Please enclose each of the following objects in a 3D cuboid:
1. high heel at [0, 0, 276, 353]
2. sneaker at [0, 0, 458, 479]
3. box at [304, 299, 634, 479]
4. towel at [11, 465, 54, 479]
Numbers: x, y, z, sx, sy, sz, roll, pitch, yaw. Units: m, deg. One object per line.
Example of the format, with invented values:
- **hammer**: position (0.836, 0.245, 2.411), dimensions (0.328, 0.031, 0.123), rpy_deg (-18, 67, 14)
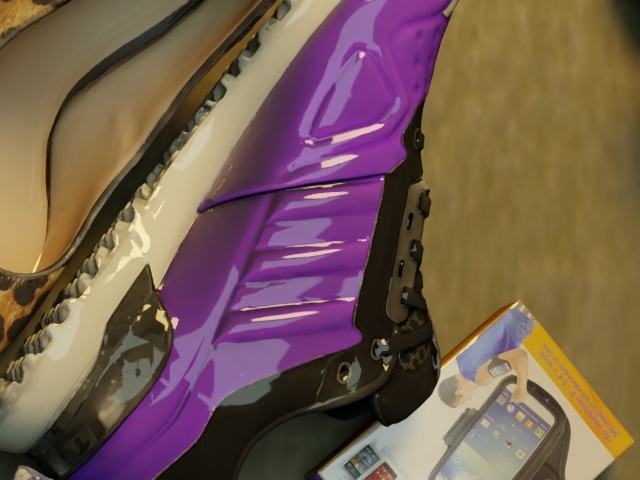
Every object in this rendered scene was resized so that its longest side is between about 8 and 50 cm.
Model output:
- **high heel**: position (-0.085, -0.047, 0.730), dimensions (0.093, 0.186, 0.261), rpy_deg (32, 68, -37)
- **sneaker**: position (0.000, 0.000, 0.796), dimensions (0.146, 0.102, 0.293), rpy_deg (37, 79, -6)
- **box**: position (0.059, 0.098, 0.824), dimensions (0.136, 0.028, 0.081), rpy_deg (-39, 90, -20)
- **towel**: position (-0.011, 0.250, 0.725), dimensions (0.336, 0.040, 0.243), rpy_deg (25, 103, -8)
